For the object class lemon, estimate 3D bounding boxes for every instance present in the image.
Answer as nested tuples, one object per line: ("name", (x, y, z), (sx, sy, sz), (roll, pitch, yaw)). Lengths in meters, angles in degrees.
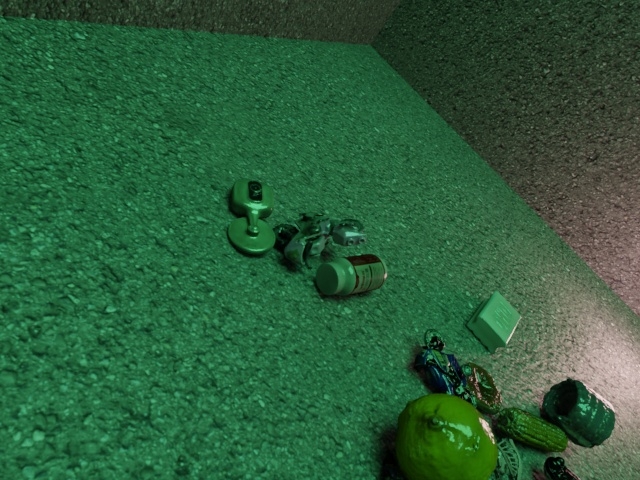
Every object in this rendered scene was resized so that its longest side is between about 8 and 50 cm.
("lemon", (0.326, 0.542, 1.259), (0.322, 0.268, 0.268), (45, 27, -43))

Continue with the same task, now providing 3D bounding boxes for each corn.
("corn", (0.737, 0.660, 1.652), (0.318, 0.115, 0.115), (28, 38, -25))

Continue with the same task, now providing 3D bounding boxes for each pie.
("pie", (0.563, 0.520, 1.689), (0.195, 0.046, 0.195), (24, 38, -21))

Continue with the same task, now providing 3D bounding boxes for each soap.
("soap", (0.730, 0.337, 1.986), (0.160, 0.087, 0.265), (49, 37, 11))

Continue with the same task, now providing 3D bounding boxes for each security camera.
("security camera", (-0.224, -0.085, 1.571), (0.157, 0.080, 0.301), (9, 47, -20))

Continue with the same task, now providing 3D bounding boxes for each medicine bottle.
("medicine bottle", (0.110, 0.118, 1.626), (0.250, 0.131, 0.131), (-5, 56, -45))

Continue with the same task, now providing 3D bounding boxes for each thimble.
("thimble", (0.960, 0.644, 1.781), (0.172, 0.205, 0.236), (39, 33, 2))

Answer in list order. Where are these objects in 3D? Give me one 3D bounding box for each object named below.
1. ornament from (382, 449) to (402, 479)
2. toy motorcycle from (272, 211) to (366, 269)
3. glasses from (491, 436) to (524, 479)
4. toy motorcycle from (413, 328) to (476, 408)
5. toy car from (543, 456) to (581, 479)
("ornament", (0.185, 0.638, 1.216), (0.081, 0.088, 0.203), (55, 23, -13))
("toy motorcycle", (0.000, 0.000, 1.598), (0.327, 0.143, 0.188), (-6, 38, -11))
("glasses", (0.608, 0.727, 1.484), (0.162, 0.095, 0.255), (34, 39, -23))
("toy motorcycle", (0.404, 0.452, 1.572), (0.169, 0.113, 0.315), (-13, 69, -35))
("toy car", (0.806, 0.815, 1.561), (0.209, 0.108, 0.089), (43, 39, 9))
